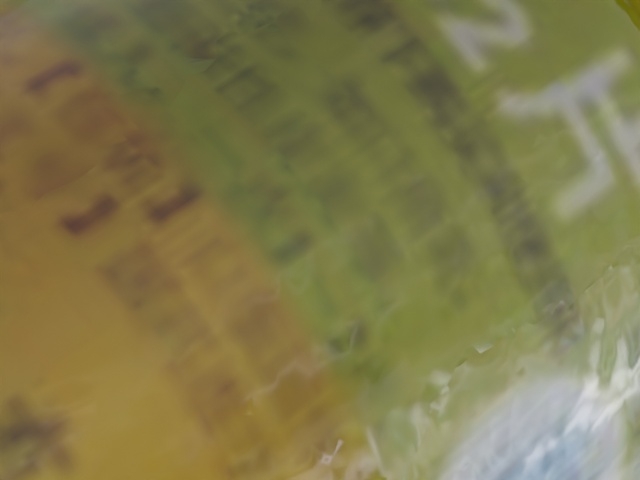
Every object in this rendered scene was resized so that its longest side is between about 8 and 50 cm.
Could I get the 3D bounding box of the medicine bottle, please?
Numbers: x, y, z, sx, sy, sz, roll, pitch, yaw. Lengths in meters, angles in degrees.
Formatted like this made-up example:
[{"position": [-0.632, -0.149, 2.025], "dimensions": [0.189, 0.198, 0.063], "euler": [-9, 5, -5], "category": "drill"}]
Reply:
[{"position": [0.000, 0.000, 0.484], "dimensions": [0.384, 0.224, 0.224], "euler": [-33, -116, -32], "category": "medicine bottle"}]
